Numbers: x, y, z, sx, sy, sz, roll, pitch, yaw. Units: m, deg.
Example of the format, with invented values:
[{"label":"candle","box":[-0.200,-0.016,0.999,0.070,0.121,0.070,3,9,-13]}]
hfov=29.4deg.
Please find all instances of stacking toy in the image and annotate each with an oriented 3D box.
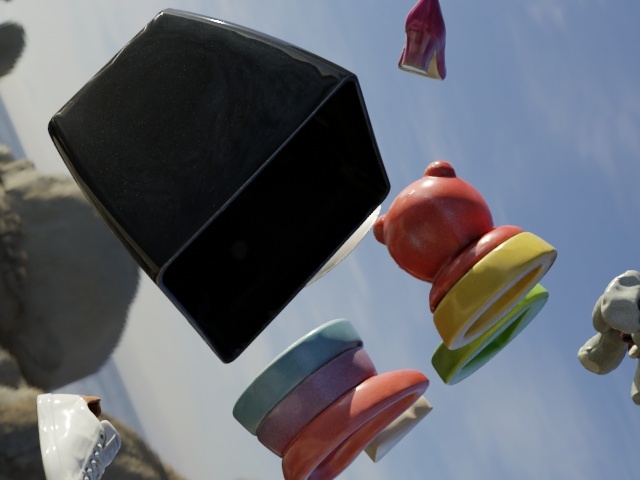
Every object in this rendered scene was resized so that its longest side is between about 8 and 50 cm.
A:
[{"label":"stacking toy","box":[0.065,0.080,1.110,0.130,0.309,0.279,49,6,16]}]

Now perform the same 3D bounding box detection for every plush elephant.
[{"label":"plush elephant","box":[0.584,0.163,2.060,0.272,0.255,0.330,22,-62,17]}]

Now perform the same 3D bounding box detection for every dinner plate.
[{"label":"dinner plate","box":[0.000,0.000,1.193,0.017,0.141,0.141,47,-4,-19]}]

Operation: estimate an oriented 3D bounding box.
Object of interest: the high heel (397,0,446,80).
[{"label":"high heel","box":[0.165,-0.316,1.900,0.244,0.082,0.117,-7,113,-76]}]

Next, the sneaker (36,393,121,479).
[{"label":"sneaker","box":[-0.352,0.326,1.805,0.290,0.123,0.105,-111,-158,-51]}]

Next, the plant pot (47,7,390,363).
[{"label":"plant pot","box":[-0.081,-0.055,0.881,0.167,0.188,0.187,40,-10,23]}]
